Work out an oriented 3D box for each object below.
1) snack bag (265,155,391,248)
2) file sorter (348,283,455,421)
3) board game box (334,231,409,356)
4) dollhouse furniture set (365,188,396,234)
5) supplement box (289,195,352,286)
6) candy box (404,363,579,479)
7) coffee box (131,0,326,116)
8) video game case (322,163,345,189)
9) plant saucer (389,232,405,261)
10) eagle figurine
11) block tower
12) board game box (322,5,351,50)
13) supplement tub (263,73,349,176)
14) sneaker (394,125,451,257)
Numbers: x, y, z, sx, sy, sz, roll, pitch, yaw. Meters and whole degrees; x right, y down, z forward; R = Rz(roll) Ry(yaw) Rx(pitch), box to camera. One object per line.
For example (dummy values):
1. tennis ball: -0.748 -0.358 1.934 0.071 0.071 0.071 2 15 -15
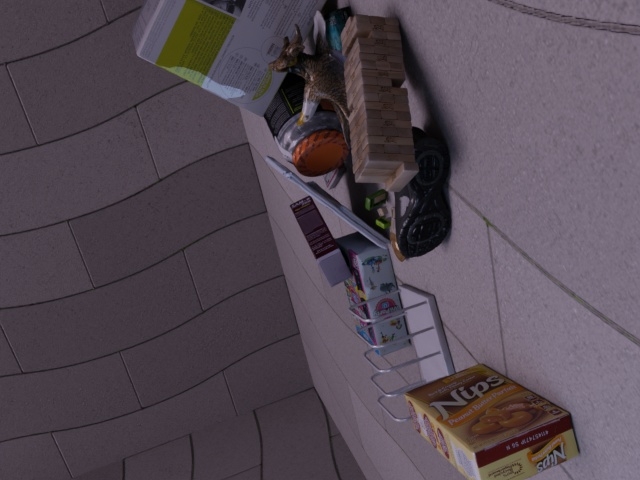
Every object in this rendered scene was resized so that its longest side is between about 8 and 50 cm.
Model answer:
1. snack bag: 0.010 -0.116 1.807 0.343 0.037 0.323 35 -176 -22
2. file sorter: 0.201 0.276 1.649 0.193 0.173 0.277 -158 51 -76
3. board game box: 0.143 0.145 1.912 0.224 0.098 0.303 -142 35 -71
4. dollhouse furniture set: 0.178 -0.065 1.601 0.152 0.059 0.076 36 139 39
5. supplement box: 0.000 0.000 1.886 0.239 0.073 0.130 62 179 40
6. candy box: 0.301 0.336 1.243 0.316 0.183 0.087 -158 51 -75
7. coffee box: -0.234 -0.556 1.644 0.338 0.335 0.337 -59 28 16
8. video game case: 0.000 -0.313 2.040 0.204 0.025 0.285 127 123 -76
9. plant saucer: 0.195 0.012 1.656 0.083 0.015 0.083 162 90 -78
10. eagle figurine: 0.029 -0.339 1.510 0.225 0.298 0.226 -47 24 44
11. block tower: 0.103 -0.262 1.238 0.091 0.097 0.335 127 139 -65
12. board game box: 0.044 -0.475 1.582 0.186 0.026 0.126 -144 38 -71
13. supplement tub: -0.051 -0.338 1.820 0.193 0.194 0.315 90 159 -58
14. sneaker: 0.193 -0.096 1.334 0.130 0.109 0.286 -113 20 -53
